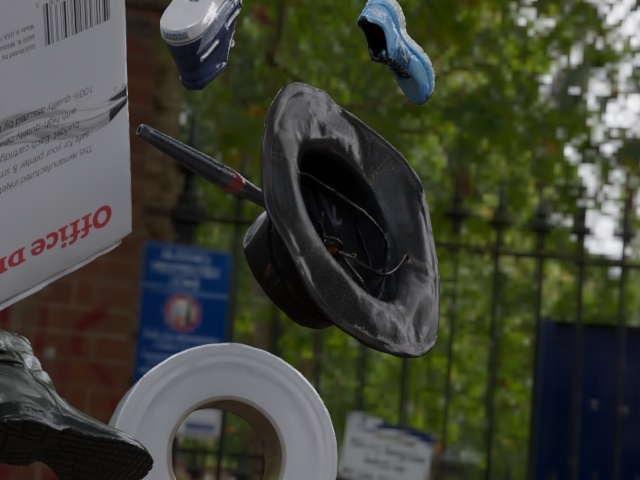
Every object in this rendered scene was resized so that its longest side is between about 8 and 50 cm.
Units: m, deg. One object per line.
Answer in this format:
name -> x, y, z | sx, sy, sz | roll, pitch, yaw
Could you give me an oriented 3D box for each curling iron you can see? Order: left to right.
curling iron -> -0.119, -0.091, 2.114 | 0.274, 0.068, 0.035 | 21, -28, -28

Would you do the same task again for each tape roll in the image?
tape roll -> -0.126, 0.274, 2.024 | 0.286, 0.286, 0.100 | 8, -14, -14

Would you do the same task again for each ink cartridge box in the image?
ink cartridge box -> -0.332, -0.143, 1.513 | 0.166, 0.395, 0.285 | 25, 37, 33

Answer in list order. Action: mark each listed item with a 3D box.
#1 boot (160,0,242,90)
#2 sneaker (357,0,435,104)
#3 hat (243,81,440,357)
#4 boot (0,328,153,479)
boot -> -0.119, -0.253, 1.823 | 0.069, 0.190, 0.086 | 9, -44, 25
sneaker -> 0.095, -0.251, 2.231 | 0.063, 0.162, 0.073 | -16, 22, 45
hat -> 0.000, 0.000, 1.789 | 0.134, 0.331, 0.331 | -31, -29, 31
boot -> -0.275, 0.161, 1.652 | 0.083, 0.161, 0.246 | -41, -38, 12
